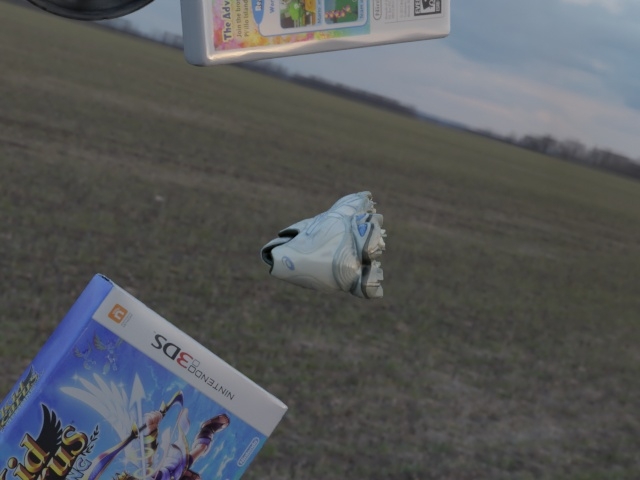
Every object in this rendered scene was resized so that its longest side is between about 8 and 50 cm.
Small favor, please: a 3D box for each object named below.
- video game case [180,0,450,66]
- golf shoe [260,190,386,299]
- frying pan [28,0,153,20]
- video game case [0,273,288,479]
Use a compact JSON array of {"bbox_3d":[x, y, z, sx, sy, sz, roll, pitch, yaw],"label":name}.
[{"bbox_3d":[-0.001,-0.160,0.490,0.143,0.157,0.019,-14,18,-36],"label":"video game case"},{"bbox_3d":[0.000,0.000,0.827,0.086,0.069,0.176,0,5,-1],"label":"golf shoe"},{"bbox_3d":[-0.210,-0.358,1.024,0.197,0.326,0.053,-4,29,-14],"label":"frying pan"},{"bbox_3d":[-0.201,0.211,1.140,0.244,0.269,0.061,39,-9,-29],"label":"video game case"}]
